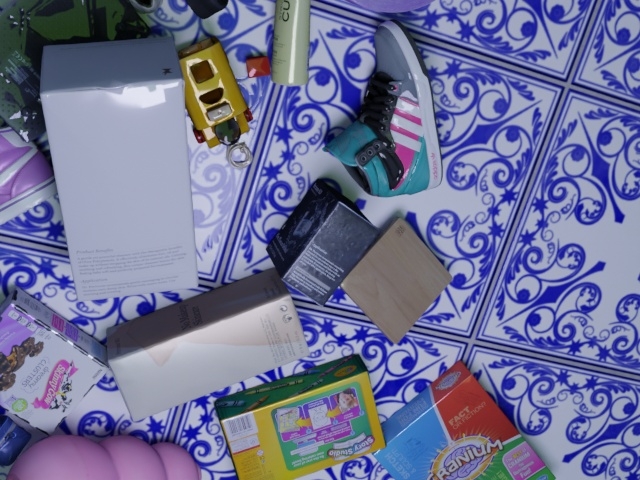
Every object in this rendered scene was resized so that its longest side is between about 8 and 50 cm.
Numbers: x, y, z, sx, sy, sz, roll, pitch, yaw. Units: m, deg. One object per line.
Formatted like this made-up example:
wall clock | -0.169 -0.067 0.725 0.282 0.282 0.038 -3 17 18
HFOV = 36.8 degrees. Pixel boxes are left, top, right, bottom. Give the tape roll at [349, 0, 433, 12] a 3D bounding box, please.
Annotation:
tape roll | 0.106 -0.496 1.484 0.274 0.090 0.275 -4 109 -12

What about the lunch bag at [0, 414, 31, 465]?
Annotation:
lunch bag | -0.532 0.329 1.592 0.065 0.098 0.067 46 55 -22

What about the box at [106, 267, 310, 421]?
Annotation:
box | -0.190 0.170 1.603 0.311 0.148 0.121 -20 111 -8

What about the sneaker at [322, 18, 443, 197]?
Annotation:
sneaker | 0.085 -0.195 1.567 0.178 0.124 0.296 -22 113 -17

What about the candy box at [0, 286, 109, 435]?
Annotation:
candy box | -0.472 0.200 1.577 0.196 0.070 0.165 38 99 -22

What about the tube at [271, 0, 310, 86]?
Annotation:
tube | -0.045 -0.365 1.497 0.070 0.062 0.240 13 114 21

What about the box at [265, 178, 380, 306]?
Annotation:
box | 0.000 0.000 1.587 0.093 0.156 0.158 35 97 -21

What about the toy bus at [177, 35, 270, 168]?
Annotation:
toy bus | -0.166 -0.214 1.501 0.202 0.104 0.191 18 103 -19

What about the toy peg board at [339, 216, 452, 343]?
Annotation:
toy peg board | 0.118 0.066 1.694 0.161 0.079 0.161 -48 114 -12

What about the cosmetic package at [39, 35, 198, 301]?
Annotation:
cosmetic package | -0.291 -0.100 1.425 0.196 0.155 0.366 -5 126 -11

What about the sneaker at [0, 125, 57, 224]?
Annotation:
sneaker | -0.556 -0.076 1.459 0.282 0.102 0.161 -34 110 -13

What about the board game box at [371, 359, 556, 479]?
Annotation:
board game box | 0.270 0.420 1.846 0.242 0.064 0.316 -40 113 1

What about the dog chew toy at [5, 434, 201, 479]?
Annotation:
dog chew toy | -0.350 0.417 1.609 0.331 0.206 0.207 -2 110 -38

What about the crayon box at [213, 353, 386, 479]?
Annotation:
crayon box | -0.034 0.331 1.730 0.278 0.081 0.165 -17 112 -8

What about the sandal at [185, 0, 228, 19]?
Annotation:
sandal | -0.281 -0.505 1.352 0.107 0.167 0.446 -22 114 17

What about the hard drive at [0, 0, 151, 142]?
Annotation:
hard drive | -0.398 -0.288 1.427 0.254 0.054 0.172 -44 117 -6

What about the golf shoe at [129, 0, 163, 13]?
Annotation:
golf shoe | -0.286 -0.417 1.413 0.069 0.086 0.176 -33 111 0
